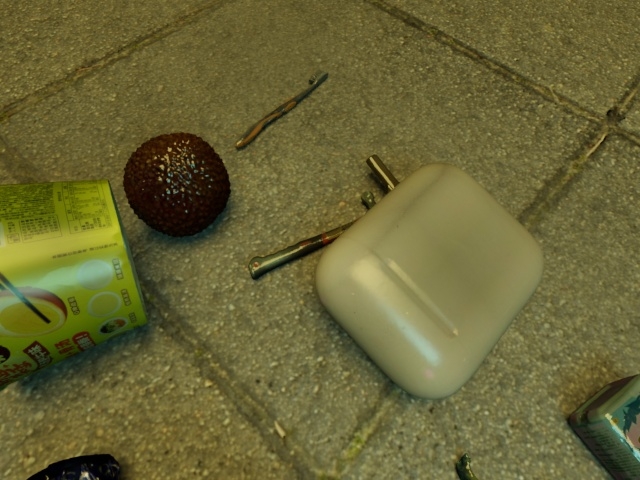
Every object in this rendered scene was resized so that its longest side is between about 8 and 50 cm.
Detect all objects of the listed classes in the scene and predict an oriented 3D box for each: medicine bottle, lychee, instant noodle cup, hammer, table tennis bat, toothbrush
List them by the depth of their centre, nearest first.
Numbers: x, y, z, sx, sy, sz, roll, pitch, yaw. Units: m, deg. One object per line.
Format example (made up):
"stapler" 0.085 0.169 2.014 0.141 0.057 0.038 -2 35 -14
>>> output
"medicine bottle" 0.473 0.302 0.580 0.119 0.094 0.188 -27 65 -18
"instant noodle cup" -0.395 0.047 0.601 0.221 0.311 0.311 -15 61 -22
"lychee" -0.252 -0.102 0.741 0.194 0.194 0.194 1 60 -2
"hammer" 0.000 0.000 0.773 0.287 0.033 0.111 -23 63 -14
"table tennis bat" 0.169 -0.076 0.809 0.131 0.022 0.234 -27 73 -27
"toothbrush" -0.084 -0.307 0.950 0.031 0.023 0.321 29 62 22

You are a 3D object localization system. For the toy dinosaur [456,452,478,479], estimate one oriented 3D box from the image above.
"toy dinosaur" 0.288 0.443 0.492 0.076 0.147 0.363 11 54 -44

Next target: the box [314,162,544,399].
"box" 0.182 0.050 0.670 0.349 0.141 0.289 -42 85 -23

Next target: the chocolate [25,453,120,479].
"chocolate" -0.275 0.441 0.471 0.148 0.126 0.343 -36 63 23
